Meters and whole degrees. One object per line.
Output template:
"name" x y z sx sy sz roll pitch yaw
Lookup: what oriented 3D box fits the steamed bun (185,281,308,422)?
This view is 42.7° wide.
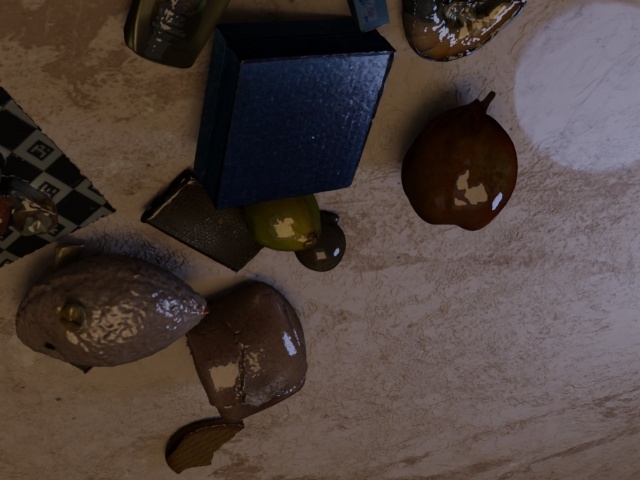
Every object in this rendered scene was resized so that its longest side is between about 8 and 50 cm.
"steamed bun" -0.148 0.254 1.708 0.252 0.199 0.301 -17 137 -1

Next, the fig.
"fig" -0.068 -0.049 1.481 0.153 0.121 0.136 26 104 -21

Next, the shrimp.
"shrimp" 0.223 -0.400 1.254 0.222 0.054 0.290 -21 141 5

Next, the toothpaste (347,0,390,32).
"toothpaste" 0.045 -0.428 1.159 0.053 0.066 0.272 -17 137 1

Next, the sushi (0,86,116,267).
"sushi" -0.562 -0.060 1.342 0.320 0.068 0.339 -25 137 8

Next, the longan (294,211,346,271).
"longan" 0.000 0.000 1.577 0.106 0.106 0.119 23 85 -35

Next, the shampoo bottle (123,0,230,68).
"shampoo bottle" -0.156 -0.400 1.111 0.126 0.084 0.350 10 130 -35

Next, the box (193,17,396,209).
"box" -0.049 -0.204 1.296 0.261 0.116 0.279 -10 139 -28

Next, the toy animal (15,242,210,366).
"toy animal" -0.385 0.128 1.510 0.358 0.188 0.226 -7 142 -12

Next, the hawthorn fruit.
"hawthorn fruit" 0.254 -0.147 1.445 0.208 0.208 0.248 1 118 -19

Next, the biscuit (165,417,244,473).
"biscuit" -0.289 0.508 2.052 0.229 0.031 0.176 -22 138 2

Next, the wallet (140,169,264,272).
"wallet" -0.198 -0.031 1.516 0.133 0.039 0.243 -43 132 16

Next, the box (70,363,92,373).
"box" -0.478 0.219 1.671 0.085 0.060 0.063 -39 126 22
